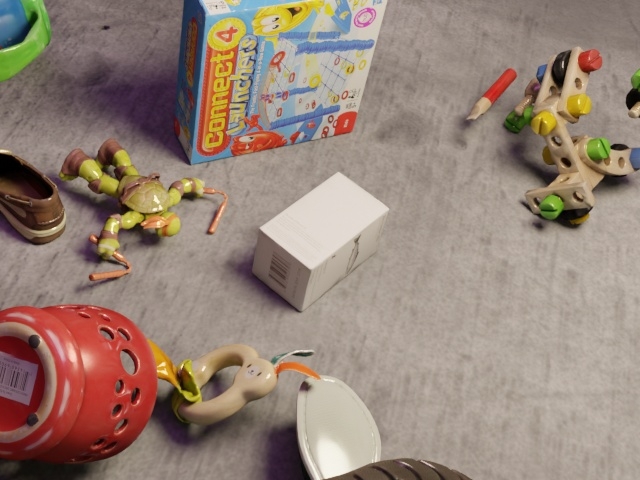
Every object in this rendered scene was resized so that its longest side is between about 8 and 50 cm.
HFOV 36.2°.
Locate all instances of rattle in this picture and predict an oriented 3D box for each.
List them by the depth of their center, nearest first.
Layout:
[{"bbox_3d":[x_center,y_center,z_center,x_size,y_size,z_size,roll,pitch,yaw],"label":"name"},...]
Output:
[{"bbox_3d":[-0.117,0.143,1.233,0.199,0.143,0.130,-16,17,28],"label":"rattle"}]

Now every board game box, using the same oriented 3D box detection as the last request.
[{"bbox_3d":[-0.069,-0.281,1.552,0.301,0.308,0.086,-15,55,-23],"label":"board game box"}]

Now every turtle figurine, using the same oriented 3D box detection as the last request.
[{"bbox_3d":[-0.286,-0.061,1.457,0.217,0.087,0.269,37,52,21],"label":"turtle figurine"}]

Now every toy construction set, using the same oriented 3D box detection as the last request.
[{"bbox_3d":[0.380,-0.168,1.631,0.308,0.258,0.237,23,58,37],"label":"toy construction set"}]

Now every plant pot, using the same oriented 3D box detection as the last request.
[{"bbox_3d":[-0.313,0.169,1.140,0.191,0.191,0.174,37,9,21],"label":"plant pot"}]

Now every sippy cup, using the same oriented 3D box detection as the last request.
[{"bbox_3d":[-0.597,-0.371,1.593,0.224,0.240,0.305,-37,25,-24],"label":"sippy cup"}]

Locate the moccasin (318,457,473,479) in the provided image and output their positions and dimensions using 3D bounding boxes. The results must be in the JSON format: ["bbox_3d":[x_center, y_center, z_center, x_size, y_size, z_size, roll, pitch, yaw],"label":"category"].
[{"bbox_3d":[0.052,0.326,1.025,0.380,0.147,0.139,-2,33,-44],"label":"moccasin"}]

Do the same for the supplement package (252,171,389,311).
[{"bbox_3d":[0.000,0.000,1.452,0.105,0.105,0.179,37,52,21],"label":"supplement package"}]

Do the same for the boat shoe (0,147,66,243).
[{"bbox_3d":[-0.474,-0.105,1.450,0.257,0.095,0.095,32,50,17],"label":"boat shoe"}]

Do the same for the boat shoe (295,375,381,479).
[{"bbox_3d":[0.027,0.309,1.189,0.114,0.091,0.303,2,48,-21],"label":"boat shoe"}]
